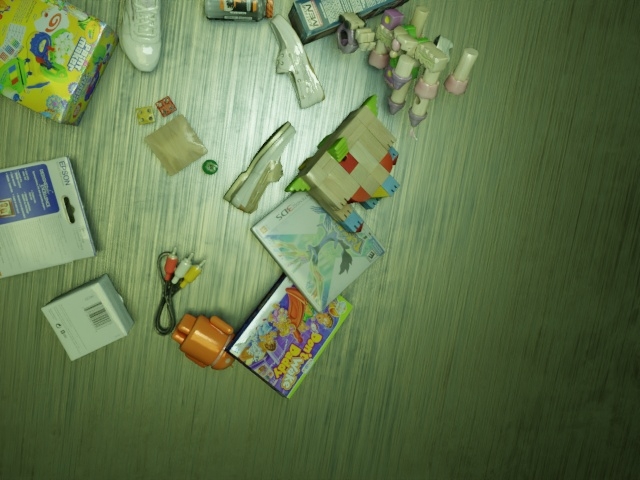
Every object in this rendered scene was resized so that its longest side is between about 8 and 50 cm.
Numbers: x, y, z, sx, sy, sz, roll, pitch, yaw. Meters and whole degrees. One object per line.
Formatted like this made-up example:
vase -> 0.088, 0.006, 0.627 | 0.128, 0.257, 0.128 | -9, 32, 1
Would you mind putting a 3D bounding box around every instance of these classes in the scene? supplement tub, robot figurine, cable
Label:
supplement tub -> -0.230, -0.682, 1.590 | 0.191, 0.117, 0.117 | -2, 99, -8
robot figurine -> -0.340, 0.312, 1.719 | 0.219, 0.128, 0.158 | 33, 78, -12
cable -> -0.463, 0.151, 1.706 | 0.140, 0.072, 0.287 | 25, 95, -6

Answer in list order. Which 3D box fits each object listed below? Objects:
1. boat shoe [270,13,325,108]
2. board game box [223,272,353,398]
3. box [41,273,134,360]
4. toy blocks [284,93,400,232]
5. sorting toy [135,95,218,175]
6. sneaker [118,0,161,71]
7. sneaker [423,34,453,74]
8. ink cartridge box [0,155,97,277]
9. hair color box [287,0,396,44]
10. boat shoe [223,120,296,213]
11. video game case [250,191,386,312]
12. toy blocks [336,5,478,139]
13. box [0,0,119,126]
boat shoe -> -0.087, -0.519, 1.646 | 0.096, 0.098, 0.277 | -29, 103, -4
board game box -> -0.091, 0.266, 1.713 | 0.233, 0.078, 0.347 | 41, 69, -12
box -> -0.682, 0.224, 1.660 | 0.182, 0.119, 0.181 | -25, 101, -3
toy blocks -> 0.115, -0.203, 1.680 | 0.261, 0.191, 0.381 | 44, 73, -18
sorting toy -> -0.428, -0.288, 1.656 | 0.132, 0.046, 0.274 | -34, 102, -2
sneaker -> -0.494, -0.623, 1.539 | 0.114, 0.152, 0.305 | -4, 100, -21
sneaker -> 0.365, -0.552, 1.731 | 0.061, 0.054, 0.152 | 19, 95, -14
ink cartridge box -> -0.833, -0.065, 1.623 | 0.307, 0.072, 0.303 | -13, 99, -9
hair color box -> 0.090, -0.679, 1.609 | 0.347, 0.174, 0.105 | -23, 102, -4
boat shoe -> -0.161, -0.215, 1.681 | 0.103, 0.113, 0.302 | 37, 102, -13
video game case -> 0.000, 0.000, 1.717 | 0.300, 0.036, 0.329 | -41, 99, -18
toy blocks -> 0.216, -0.468, 1.586 | 0.309, 0.260, 0.288 | -18, 58, -28
box -> -0.746, -0.502, 1.510 | 0.279, 0.177, 0.290 | 27, 93, -11
